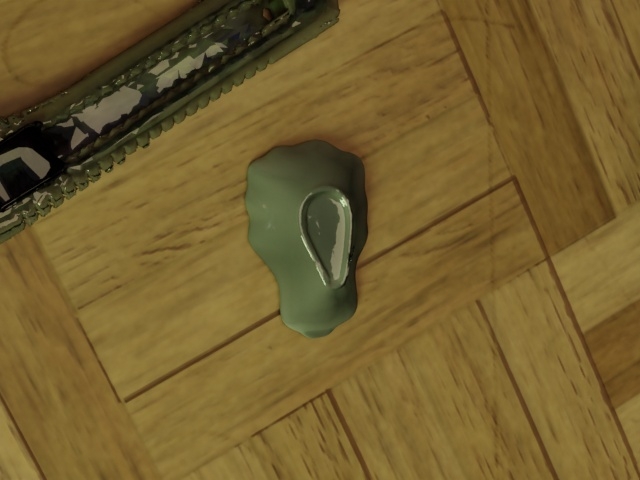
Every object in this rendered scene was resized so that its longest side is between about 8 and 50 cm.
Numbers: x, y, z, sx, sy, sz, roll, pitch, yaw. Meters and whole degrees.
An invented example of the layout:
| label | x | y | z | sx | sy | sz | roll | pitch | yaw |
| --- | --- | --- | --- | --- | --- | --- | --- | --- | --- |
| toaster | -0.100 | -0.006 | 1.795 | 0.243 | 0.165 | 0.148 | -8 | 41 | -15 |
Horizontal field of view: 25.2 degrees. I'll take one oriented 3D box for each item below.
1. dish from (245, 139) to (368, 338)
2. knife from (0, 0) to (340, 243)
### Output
| label | x | y | z | sx | sy | sz | roll | pitch | yaw |
| --- | --- | --- | --- | --- | --- | --- | --- | --- | --- |
| dish | 0.000 | 0.000 | 0.979 | 0.091 | 0.039 | 0.137 | -8 | 95 | -22 |
| knife | -0.134 | -0.091 | 0.917 | 0.365 | 0.043 | 0.089 | -33 | 106 | -18 |
